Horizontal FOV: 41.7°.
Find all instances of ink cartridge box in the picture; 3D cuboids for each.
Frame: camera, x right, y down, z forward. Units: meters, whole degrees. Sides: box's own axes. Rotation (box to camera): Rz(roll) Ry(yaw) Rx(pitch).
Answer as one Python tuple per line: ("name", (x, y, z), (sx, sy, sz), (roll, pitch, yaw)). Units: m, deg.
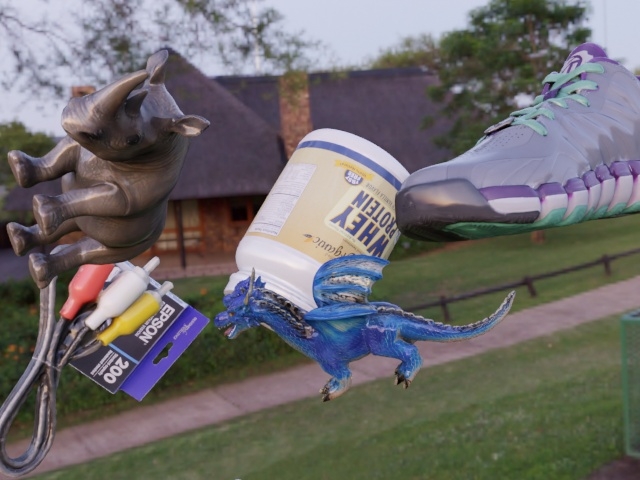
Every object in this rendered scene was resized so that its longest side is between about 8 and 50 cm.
("ink cartridge box", (-0.335, 0.161, 1.460), (0.208, 0.206, 0.045), (38, 8, -18))

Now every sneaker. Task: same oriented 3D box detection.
("sneaker", (0.118, -0.055, 0.446), (0.224, 0.098, 0.083), (-8, -2, -40))

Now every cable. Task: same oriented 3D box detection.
("cable", (-0.287, 0.118, 0.939), (0.072, 0.139, 0.287), (-3, 49, 47))

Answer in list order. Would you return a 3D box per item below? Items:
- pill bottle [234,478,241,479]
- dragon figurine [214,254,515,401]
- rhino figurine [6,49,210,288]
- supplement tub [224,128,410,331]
("pill bottle", (-0.177, 0.437, 1.216), (0.187, 0.112, 0.112), (-26, 8, -6))
("dragon figurine", (0.035, 0.073, 0.826), (0.289, 0.144, 0.085), (-15, 34, 24))
("rhino figurine", (-0.132, -0.043, 0.522), (0.106, 0.073, 0.243), (-21, -13, -28))
("supplement tub", (0.000, 0.000, 1.400), (0.228, 0.316, 0.228), (27, -17, 9))
